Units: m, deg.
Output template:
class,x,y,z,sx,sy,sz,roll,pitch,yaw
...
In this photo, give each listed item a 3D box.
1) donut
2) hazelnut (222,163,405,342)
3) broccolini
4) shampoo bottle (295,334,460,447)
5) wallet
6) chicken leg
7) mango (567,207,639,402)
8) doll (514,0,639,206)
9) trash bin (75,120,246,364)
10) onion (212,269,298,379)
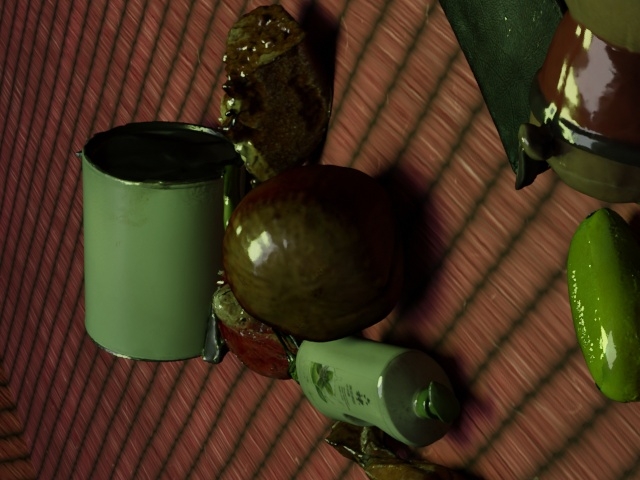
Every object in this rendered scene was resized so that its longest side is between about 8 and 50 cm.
class,x,y,z,sx,sy,sz,roll,pitch,yaw
donut,-0.056,-0.169,1.781,0.186,0.144,0.126,61,-178,-46
hazelnut,0.000,0.000,1.636,0.208,0.208,0.208,35,130,57
broccolini,-0.034,0.029,1.754,0.062,0.123,0.271,-26,88,42
shampoo bottle,0.071,0.159,1.618,0.234,0.087,0.118,9,135,59
wallet,0.158,-0.231,1.359,0.172,0.045,0.318,114,139,-56
chicken leg,0.083,0.255,1.630,0.304,0.113,0.093,36,111,60
mango,0.248,0.052,1.239,0.091,0.074,0.165,126,142,-65
doll,0.228,-0.159,1.078,0.235,0.174,0.329,-121,30,-51
trash bin,-0.209,-0.002,2.035,0.277,0.217,0.262,22,121,32
onion,-0.071,0.082,1.854,0.184,0.147,0.183,0,90,53
